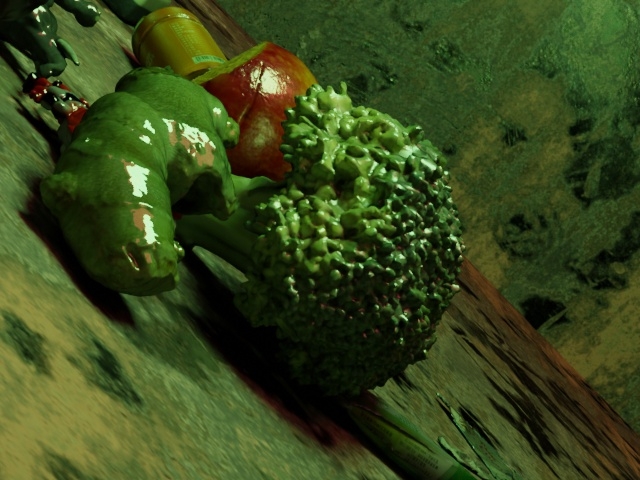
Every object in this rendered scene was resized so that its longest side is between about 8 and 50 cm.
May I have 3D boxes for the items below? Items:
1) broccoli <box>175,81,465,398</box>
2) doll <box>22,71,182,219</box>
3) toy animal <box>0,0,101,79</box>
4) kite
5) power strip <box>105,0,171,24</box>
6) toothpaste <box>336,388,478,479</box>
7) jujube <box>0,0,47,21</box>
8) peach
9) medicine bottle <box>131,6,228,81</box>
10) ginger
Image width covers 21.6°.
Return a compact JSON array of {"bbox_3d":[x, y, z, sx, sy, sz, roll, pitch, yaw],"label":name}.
[{"bbox_3d":[0.019,-0.005,1.462,0.260,0.235,0.288,50,-3,18],"label":"broccoli"},{"bbox_3d":[-0.189,-0.085,1.417,0.169,0.057,0.109,53,14,27],"label":"doll"},{"bbox_3d":[-0.276,-0.218,1.580,0.137,0.082,0.269,29,23,-56],"label":"toy animal"},{"bbox_3d":[0.220,0.284,1.857,0.314,0.011,0.335,37,11,-47],"label":"kite"},{"bbox_3d":[-0.321,-0.410,2.338,0.257,0.070,0.105,46,7,8],"label":"power strip"},{"bbox_3d":[0.096,0.200,1.529,0.248,0.047,0.078,40,8,-23],"label":"toothpaste"},{"bbox_3d":[-0.305,-0.305,1.391,0.226,0.226,0.317,39,13,-41],"label":"jujube"},{"bbox_3d":[-0.089,-0.112,1.641,0.192,0.190,0.190,37,11,-40],"label":"peach"},{"bbox_3d":[-0.162,-0.207,2.037,0.096,0.096,0.192,40,10,-36],"label":"medicine bottle"},{"bbox_3d":[-0.130,-0.052,1.285,0.137,0.089,0.290,52,22,-10],"label":"ginger"}]
